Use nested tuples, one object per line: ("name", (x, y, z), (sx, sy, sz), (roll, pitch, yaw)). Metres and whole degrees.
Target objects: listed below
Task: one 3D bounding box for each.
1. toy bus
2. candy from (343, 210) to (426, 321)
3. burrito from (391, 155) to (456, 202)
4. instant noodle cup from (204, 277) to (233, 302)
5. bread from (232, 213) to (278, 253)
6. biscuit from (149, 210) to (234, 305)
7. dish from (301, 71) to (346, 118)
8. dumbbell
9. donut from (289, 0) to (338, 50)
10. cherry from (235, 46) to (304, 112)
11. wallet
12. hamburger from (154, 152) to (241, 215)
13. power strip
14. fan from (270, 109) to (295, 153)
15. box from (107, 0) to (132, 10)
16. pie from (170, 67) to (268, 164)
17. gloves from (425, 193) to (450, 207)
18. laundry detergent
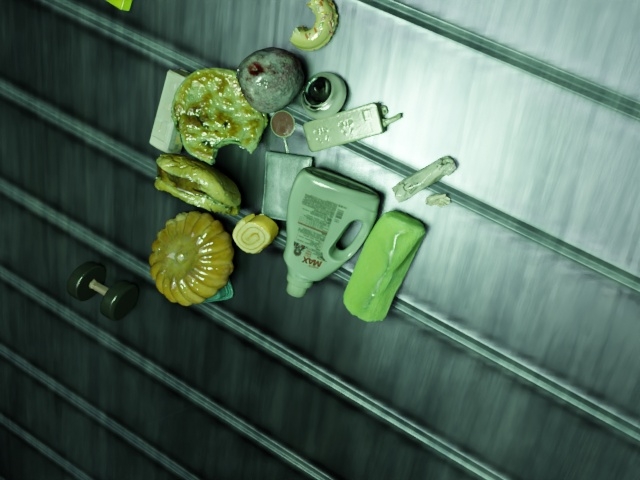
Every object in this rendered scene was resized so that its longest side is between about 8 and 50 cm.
("toy bus", (-0.467, -0.408, 1.700), (0.092, 0.106, 0.268), (29, 113, 13))
("candy", (0.185, 0.080, 1.581), (0.142, 0.132, 0.343), (50, 124, 50))
("burrito", (0.288, -0.171, 1.499), (0.203, 0.064, 0.064), (-29, 93, 26))
("instant noodle cup", (-0.405, 0.149, 1.857), (0.179, 0.070, 0.157), (-11, 102, 22))
("bread", (-0.215, -0.023, 1.711), (0.122, 0.073, 0.149), (45, 131, -6))
("biscuit", (-0.443, 0.057, 1.776), (0.326, 0.107, 0.325), (-3, 81, 21))
("dish", (-0.006, -0.424, 1.505), (0.141, 0.078, 0.141), (-4, 81, 26))
("dumbbell", (-0.810, 0.186, 1.976), (0.218, 0.152, 0.152), (26, 113, 13))
("donut", (-0.014, -0.604, 1.489), (0.108, 0.065, 0.166), (40, 115, 6))
("cherry", (-0.143, -0.461, 1.515), (0.195, 0.195, 0.195), (6, 107, 20))
("wallet", (-0.104, -0.163, 1.669), (0.167, 0.036, 0.222), (10, 107, 19))
("hamburger", (-0.374, -0.178, 1.647), (0.266, 0.285, 0.134), (20, 94, 14))
("power strip", (0.092, -0.332, 1.533), (0.288, 0.053, 0.093), (-11, 100, 25))
("fan", (-0.113, -0.335, 1.638), (0.085, 0.005, 0.133), (-4, 103, 21))
("box", (-0.720, -0.902, 1.692), (0.335, 0.047, 0.187), (34, 114, 8))
("pie", (-0.305, -0.381, 1.602), (0.303, 0.067, 0.302), (0, 86, -5))
("gloves", (0.329, -0.116, 1.509), (0.081, 0.037, 0.044), (11, 146, 2))
("laundry detergent", (0.000, 0.000, 1.608), (0.264, 0.124, 0.397), (20, 112, 0))
